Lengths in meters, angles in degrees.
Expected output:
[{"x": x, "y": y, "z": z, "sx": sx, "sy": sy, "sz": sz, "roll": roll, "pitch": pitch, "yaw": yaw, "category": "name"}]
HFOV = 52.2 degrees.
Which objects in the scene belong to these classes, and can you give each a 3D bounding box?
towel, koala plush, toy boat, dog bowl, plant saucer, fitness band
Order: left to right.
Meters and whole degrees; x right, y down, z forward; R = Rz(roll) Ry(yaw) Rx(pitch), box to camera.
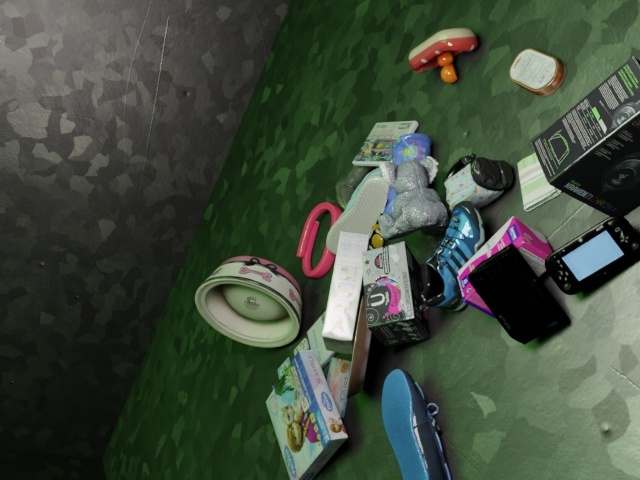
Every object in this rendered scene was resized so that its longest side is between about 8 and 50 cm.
[{"x": -0.251, "y": 0.222, "z": 2.438, "sx": 0.408, "sy": 0.408, "sz": 0.150, "roll": -37, "pitch": 24, "yaw": 44, "category": "dog bowl"}, {"x": 0.000, "y": 0.000, "z": 2.470, "sx": 0.209, "sy": 0.054, "sz": 0.290, "roll": 5, "pitch": 79, "yaw": 57, "category": "fitness band"}, {"x": 0.124, "y": 0.319, "z": 1.953, "sx": 0.310, "sy": 0.050, "sz": 0.310, "roll": 9, "pitch": -90, "yaw": -84, "category": "plant saucer"}, {"x": 0.267, "y": -0.132, "z": 1.867, "sx": 0.203, "sy": 0.196, "sz": 0.221, "roll": 123, "pitch": 141, "yaw": -77, "category": "koala plush"}, {"x": 0.399, "y": -0.574, "z": 2.075, "sx": 0.231, "sy": 0.151, "sz": 0.151, "roll": -23, "pitch": 85, "yaw": 53, "category": "toy boat"}, {"x": 0.554, "y": -0.162, "z": 1.672, "sx": 0.113, "sy": 0.023, "sz": 0.152, "roll": -34, "pitch": 46, "yaw": 45, "category": "towel"}]

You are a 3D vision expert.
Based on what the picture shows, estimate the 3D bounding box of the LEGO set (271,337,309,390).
[{"x": -0.090, "y": 0.497, "z": 2.342, "sx": 0.244, "sy": 0.060, "sz": 0.182, "roll": -51, "pitch": 32, "yaw": 25, "category": "LEGO set"}]

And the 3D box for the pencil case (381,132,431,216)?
[{"x": 0.271, "y": -0.186, "z": 2.047, "sx": 0.119, "sy": 0.133, "sz": 0.306, "roll": 71, "pitch": -153, "yaw": -70, "category": "pencil case"}]

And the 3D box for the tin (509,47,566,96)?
[{"x": 0.586, "y": -0.461, "z": 1.776, "sx": 0.106, "sy": 0.040, "sz": 0.189, "roll": -57, "pitch": 32, "yaw": 15, "category": "tin"}]

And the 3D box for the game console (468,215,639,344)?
[{"x": 0.528, "y": 0.065, "z": 1.458, "sx": 0.361, "sy": 0.044, "sz": 0.213, "roll": -38, "pitch": 87, "yaw": 27, "category": "game console"}]

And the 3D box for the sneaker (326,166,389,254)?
[{"x": 0.147, "y": -0.098, "z": 2.240, "sx": 0.366, "sy": 0.135, "sz": 0.150, "roll": -53, "pitch": 5, "yaw": 36, "category": "sneaker"}]

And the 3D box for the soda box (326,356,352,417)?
[{"x": 0.054, "y": 0.471, "z": 2.098, "sx": 0.058, "sy": 0.063, "sz": 0.183, "roll": -6, "pitch": 68, "yaw": 60, "category": "soda box"}]

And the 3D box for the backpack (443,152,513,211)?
[{"x": 0.416, "y": -0.150, "z": 1.782, "sx": 0.182, "sy": 0.152, "sz": 0.115, "roll": -35, "pitch": 48, "yaw": 54, "category": "backpack"}]

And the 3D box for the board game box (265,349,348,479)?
[{"x": -0.055, "y": 0.574, "z": 2.112, "sx": 0.318, "sy": 0.066, "sz": 0.318, "roll": -61, "pitch": 40, "yaw": 38, "category": "board game box"}]

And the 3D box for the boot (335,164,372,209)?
[{"x": 0.141, "y": -0.223, "z": 2.352, "sx": 0.208, "sy": 0.076, "sz": 0.189, "roll": -46, "pitch": 40, "yaw": 26, "category": "boot"}]

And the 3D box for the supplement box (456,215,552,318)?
[{"x": 0.452, "y": 0.068, "z": 1.606, "sx": 0.220, "sy": 0.114, "sz": 0.111, "roll": -51, "pitch": 22, "yaw": 29, "category": "supplement box"}]

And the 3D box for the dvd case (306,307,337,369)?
[{"x": 0.038, "y": 0.310, "z": 2.258, "sx": 0.253, "sy": 0.022, "sz": 0.180, "roll": -52, "pitch": 35, "yaw": 30, "category": "dvd case"}]

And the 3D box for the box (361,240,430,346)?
[{"x": 0.211, "y": 0.155, "z": 1.874, "sx": 0.142, "sy": 0.163, "sz": 0.247, "roll": -16, "pitch": 55, "yaw": 19, "category": "box"}]

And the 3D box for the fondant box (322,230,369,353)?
[{"x": 0.082, "y": 0.166, "z": 2.023, "sx": 0.238, "sy": 0.096, "sz": 0.330, "roll": 80, "pitch": -161, "yaw": -70, "category": "fondant box"}]

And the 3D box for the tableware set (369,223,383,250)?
[{"x": 0.164, "y": 0.013, "z": 2.182, "sx": 0.104, "sy": 0.024, "sz": 0.154, "roll": 47, "pitch": 129, "yaw": 32, "category": "tableware set"}]

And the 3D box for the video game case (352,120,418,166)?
[{"x": 0.221, "y": -0.331, "z": 2.238, "sx": 0.201, "sy": 0.023, "sz": 0.183, "roll": 10, "pitch": 64, "yaw": 52, "category": "video game case"}]

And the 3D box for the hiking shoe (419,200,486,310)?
[{"x": 0.349, "y": 0.045, "z": 1.730, "sx": 0.113, "sy": 0.132, "sz": 0.304, "roll": 21, "pitch": 106, "yaw": 57, "category": "hiking shoe"}]

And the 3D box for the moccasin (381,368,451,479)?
[{"x": 0.249, "y": 0.508, "z": 1.711, "sx": 0.138, "sy": 0.117, "sz": 0.342, "roll": -43, "pitch": 44, "yaw": 40, "category": "moccasin"}]

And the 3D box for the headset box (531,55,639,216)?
[{"x": 0.635, "y": -0.205, "z": 1.343, "sx": 0.283, "sy": 0.246, "sz": 0.131, "roll": -44, "pitch": 39, "yaw": 37, "category": "headset box"}]
